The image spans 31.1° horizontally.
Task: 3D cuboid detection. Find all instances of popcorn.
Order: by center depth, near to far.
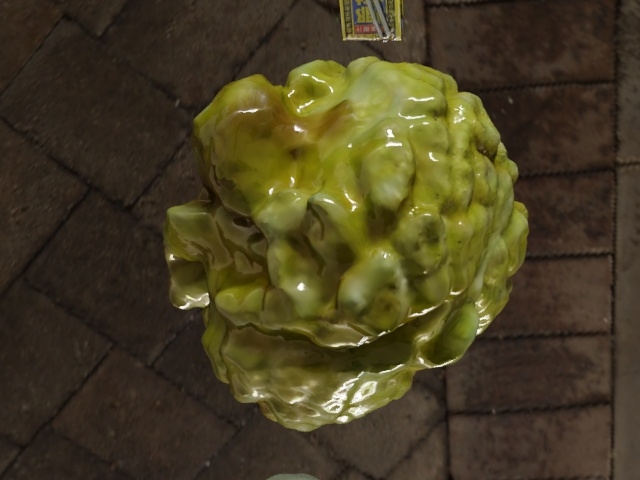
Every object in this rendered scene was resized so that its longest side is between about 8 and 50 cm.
[{"bbox_3d":[0.000,0.000,0.751,0.251,0.206,0.237,4,120,26],"label":"popcorn"}]

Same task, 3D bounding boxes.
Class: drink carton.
[{"bbox_3d":[0.055,-0.299,1.273,0.071,0.056,0.166,3,136,10],"label":"drink carton"}]

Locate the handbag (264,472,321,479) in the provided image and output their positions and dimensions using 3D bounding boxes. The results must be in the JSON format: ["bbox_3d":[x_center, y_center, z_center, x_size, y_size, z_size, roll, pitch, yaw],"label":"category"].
[{"bbox_3d":[0.091,0.207,0.542,0.315,0.253,0.109,12,101,-9],"label":"handbag"}]
